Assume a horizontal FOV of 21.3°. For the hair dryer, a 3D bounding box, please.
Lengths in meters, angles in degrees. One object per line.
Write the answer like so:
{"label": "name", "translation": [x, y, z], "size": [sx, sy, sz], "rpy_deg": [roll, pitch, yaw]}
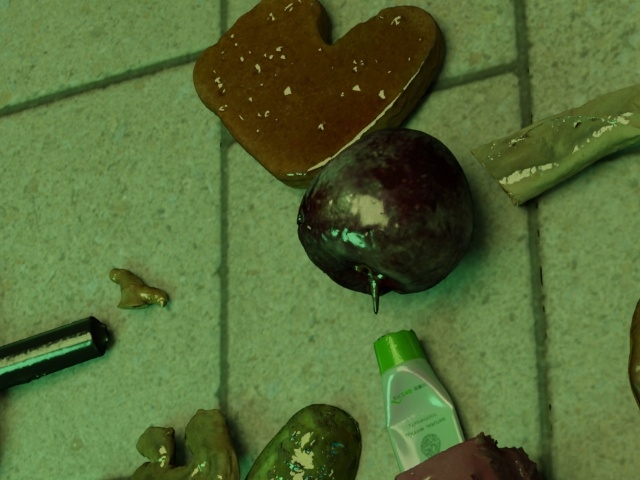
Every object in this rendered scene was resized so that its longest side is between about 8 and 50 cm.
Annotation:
{"label": "hair dryer", "translation": [-0.389, 0.201, 2.096], "size": [0.302, 0.116, 0.244], "rpy_deg": [-20, 66, 17]}

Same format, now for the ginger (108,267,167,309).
{"label": "ginger", "translation": [-0.227, 0.069, 2.079], "size": [0.097, 0.030, 0.048], "rpy_deg": [27, 61, 33]}

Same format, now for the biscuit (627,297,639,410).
{"label": "biscuit", "translation": [0.407, 0.123, 1.630], "size": [0.213, 0.091, 0.274], "rpy_deg": [-41, 58, 10]}

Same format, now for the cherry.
{"label": "cherry", "translation": [0.073, -0.031, 1.842], "size": [0.195, 0.195, 0.195], "rpy_deg": [-11, 68, 28]}

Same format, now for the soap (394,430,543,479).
{"label": "soap", "translation": [0.186, 0.349, 1.614], "size": [0.127, 0.220, 0.325], "rpy_deg": [-35, 66, 20]}

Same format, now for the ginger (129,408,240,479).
{"label": "ginger", "translation": [-0.191, 0.271, 1.963], "size": [0.258, 0.065, 0.149], "rpy_deg": [-16, 46, 33]}

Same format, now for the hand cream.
{"label": "hand cream", "translation": [0.117, 0.229, 1.806], "size": [0.079, 0.050, 0.275], "rpy_deg": [-42, 57, 45]}

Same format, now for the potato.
{"label": "potato", "translation": [-0.036, 0.267, 1.877], "size": [0.198, 0.054, 0.119], "rpy_deg": [-47, 58, 9]}

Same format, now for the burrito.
{"label": "burrito", "translation": [0.266, -0.103, 1.815], "size": [0.226, 0.060, 0.087], "rpy_deg": [-24, 57, 24]}

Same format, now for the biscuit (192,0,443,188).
{"label": "biscuit", "translation": [-0.001, -0.203, 2.024], "size": [0.262, 0.052, 0.277], "rpy_deg": [-48, 55, 3]}
